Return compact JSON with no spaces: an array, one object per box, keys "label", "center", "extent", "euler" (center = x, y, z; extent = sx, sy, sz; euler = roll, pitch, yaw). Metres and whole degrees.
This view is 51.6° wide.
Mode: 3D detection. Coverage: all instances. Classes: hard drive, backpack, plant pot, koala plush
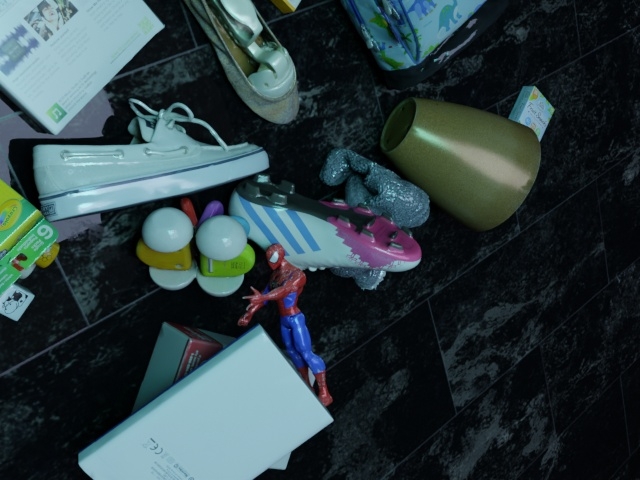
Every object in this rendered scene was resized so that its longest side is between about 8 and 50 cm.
[{"label":"hard drive","center":[-0.164,0.294,1.000],"extent":[0.319,0.040,0.210],"euler":[-35,118,-3]},{"label":"backpack","center":[0.155,-0.482,1.149],"extent":[0.290,0.273,0.355],"euler":[-41,108,-6]},{"label":"plant pot","center":[0.252,-0.173,1.304],"extent":[0.255,0.237,0.237],"euler":[23,85,-22]},{"label":"koala plush","center":[0.078,-0.025,1.219],"extent":[0.196,0.203,0.221],"euler":[28,94,-37]}]

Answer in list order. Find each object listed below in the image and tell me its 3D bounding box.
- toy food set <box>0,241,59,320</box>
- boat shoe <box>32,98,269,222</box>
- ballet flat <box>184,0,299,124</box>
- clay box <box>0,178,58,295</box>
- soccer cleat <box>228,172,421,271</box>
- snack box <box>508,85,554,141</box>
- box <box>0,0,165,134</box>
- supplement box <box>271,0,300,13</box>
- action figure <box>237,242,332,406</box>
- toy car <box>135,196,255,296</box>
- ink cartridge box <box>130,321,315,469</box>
[{"label":"toy food set","center":[-0.460,0.071,0.870],"extent":[0.104,0.111,0.232],"euler":[39,78,-36]},{"label":"boat shoe","center":[-0.244,-0.139,0.984],"extent":[0.367,0.136,0.156],"euler":[-17,96,-35]},{"label":"ballet flat","center":[-0.113,-0.309,1.054],"extent":[0.107,0.106,0.316],"euler":[-51,125,-17]},{"label":"clay box","center":[-0.454,-0.039,0.823],"extent":[0.222,0.053,0.127],"euler":[39,73,-1]},{"label":"soccer cleat","center":[0.000,0.000,1.107],"extent":[0.116,0.331,0.143],"euler":[-54,163,-60]},{"label":"snack box","center":[0.484,-0.275,1.550],"extent":[0.100,0.037,0.141],"euler":[33,79,-37]},{"label":"box","center":[-0.396,-0.333,0.871],"extent":[0.232,0.058,0.322],"euler":[-52,126,-17]},{"label":"supplement box","center":[-0.051,-0.443,1.115],"extent":[0.062,0.036,0.098],"euler":[37,77,-36]},{"label":"action figure","center":[-0.072,0.148,1.057],"extent":[0.139,0.092,0.280],"euler":[-18,104,-35]},{"label":"toy car","center":[-0.189,-0.003,1.038],"extent":[0.182,0.159,0.136],"euler":[8,53,-2]},{"label":"ink cartridge box","center":[-0.160,0.271,1.134],"extent":[0.273,0.114,0.196],"euler":[21,86,-38]}]
